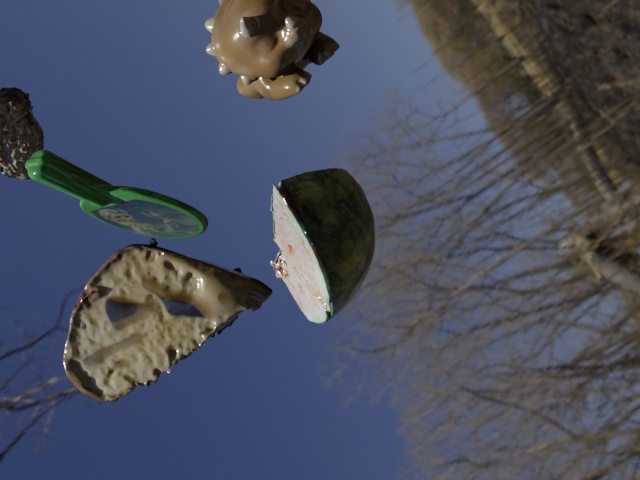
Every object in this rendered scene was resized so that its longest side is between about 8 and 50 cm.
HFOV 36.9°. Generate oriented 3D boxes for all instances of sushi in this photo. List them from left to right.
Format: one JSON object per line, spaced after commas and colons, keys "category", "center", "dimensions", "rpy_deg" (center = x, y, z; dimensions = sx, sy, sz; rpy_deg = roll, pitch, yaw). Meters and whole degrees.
{"category": "sushi", "center": [-0.514, -0.176, 1.609], "dimensions": [0.078, 0.091, 0.150], "rpy_deg": [-117, 18, -51]}

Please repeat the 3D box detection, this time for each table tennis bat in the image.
{"category": "table tennis bat", "center": [-0.256, -0.050, 1.212], "dimensions": [0.257, 0.161, 0.039], "rpy_deg": [28, -116, -44]}

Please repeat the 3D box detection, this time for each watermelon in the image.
{"category": "watermelon", "center": [0.000, 0.000, 1.581], "dimensions": [0.305, 0.180, 0.223], "rpy_deg": [89, -171, -59]}

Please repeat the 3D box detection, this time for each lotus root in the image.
{"category": "lotus root", "center": [-0.210, 0.087, 1.184], "dimensions": [0.170, 0.261, 0.074], "rpy_deg": [50, -172, 1]}

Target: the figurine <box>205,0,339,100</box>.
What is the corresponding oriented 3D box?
{"category": "figurine", "center": [-0.089, -0.314, 1.465], "dimensions": [0.173, 0.177, 0.247], "rpy_deg": [44, -176, -19]}
